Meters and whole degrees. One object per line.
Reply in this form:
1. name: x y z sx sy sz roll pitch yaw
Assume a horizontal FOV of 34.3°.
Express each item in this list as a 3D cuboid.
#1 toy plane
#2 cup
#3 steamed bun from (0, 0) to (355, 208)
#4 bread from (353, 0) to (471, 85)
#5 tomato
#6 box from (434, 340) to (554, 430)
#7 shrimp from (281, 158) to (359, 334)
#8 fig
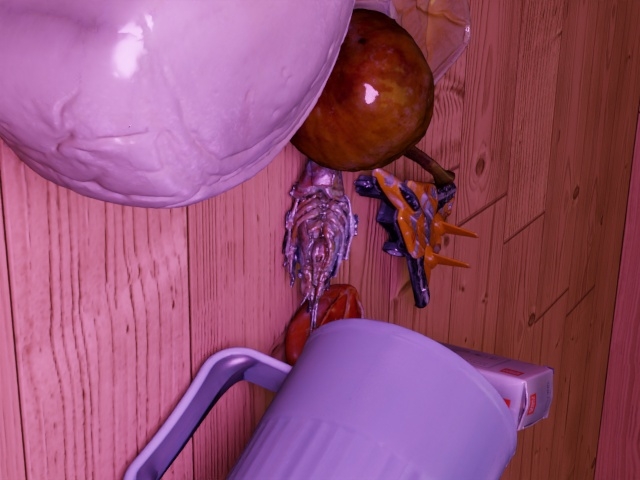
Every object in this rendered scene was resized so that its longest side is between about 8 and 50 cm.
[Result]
1. toy plane: 0.119 -0.038 1.477 0.316 0.103 0.204 35 67 -53
2. cup: 0.001 0.257 1.066 0.331 0.257 0.311 41 53 -9
3. steamed bun: -0.121 -0.152 0.832 0.383 0.247 0.236 -51 153 -50
4. bread: 0.100 -0.295 1.322 0.210 0.110 0.192 -54 137 -39
5. tomato: -0.001 0.131 1.341 0.156 0.069 0.155 -24 118 -58
6. box: 0.196 0.203 1.521 0.135 0.270 0.079 -2 102 -60
7. shrimp: 0.000 0.000 1.268 0.079 0.090 0.232 137 -44 -81
8. fig: 0.065 -0.125 1.211 0.190 0.191 0.290 -57 134 -34
